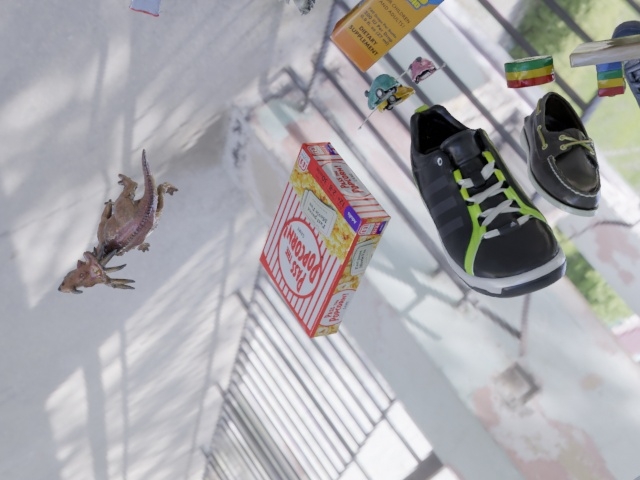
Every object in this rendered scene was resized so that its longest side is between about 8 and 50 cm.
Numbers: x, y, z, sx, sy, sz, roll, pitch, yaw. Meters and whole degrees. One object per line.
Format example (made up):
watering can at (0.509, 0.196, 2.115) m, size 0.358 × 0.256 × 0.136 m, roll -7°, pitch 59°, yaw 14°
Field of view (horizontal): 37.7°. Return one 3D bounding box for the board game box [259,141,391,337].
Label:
board game box at (0.000, 0.000, 1.150) m, size 0.045 × 0.147 × 0.193 m, roll -7°, pitch 134°, yaw -34°

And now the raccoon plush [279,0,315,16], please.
raccoon plush at (-0.041, -0.697, 2.193) m, size 0.446 × 0.299 × 0.216 m, roll -43°, pitch 160°, yaw -44°

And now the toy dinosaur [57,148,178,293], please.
toy dinosaur at (-0.365, -0.017, 1.772) m, size 0.295 × 0.127 × 0.200 m, roll -54°, pitch -165°, yaw 28°

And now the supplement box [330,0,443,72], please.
supplement box at (0.122, -0.345, 1.314) m, size 0.233 × 0.078 × 0.080 m, roll -41°, pitch -167°, yaw 22°

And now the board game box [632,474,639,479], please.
board game box at (0.610, 0.385, 1.367) m, size 0.390 × 0.050 × 0.390 m, roll -41°, pitch 130°, yaw 16°

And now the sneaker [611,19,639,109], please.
sneaker at (0.615, -0.244, 1.668) m, size 0.131 × 0.319 × 0.112 m, roll -45°, pitch -173°, yaw -33°

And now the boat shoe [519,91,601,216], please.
boat shoe at (0.301, -0.111, 1.168) m, size 0.081 × 0.227 × 0.068 m, roll 11°, pitch 123°, yaw -10°

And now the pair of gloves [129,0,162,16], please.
pair of gloves at (-0.284, -0.408, 1.377) m, size 0.198 × 0.023 × 0.159 m, roll 18°, pitch 134°, yaw -14°

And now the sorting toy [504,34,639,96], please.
sorting toy at (0.320, -0.171, 0.890) m, size 0.274 × 0.046 × 0.132 m, roll -6°, pitch -166°, yaw 21°

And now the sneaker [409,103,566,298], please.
sneaker at (0.125, -0.043, 0.804) m, size 0.084 × 0.234 × 0.097 m, roll -26°, pitch 128°, yaw -4°

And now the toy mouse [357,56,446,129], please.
toy mouse at (0.115, -0.234, 1.367) m, size 0.161 × 0.031 × 0.143 m, roll -32°, pitch 171°, yaw -3°
